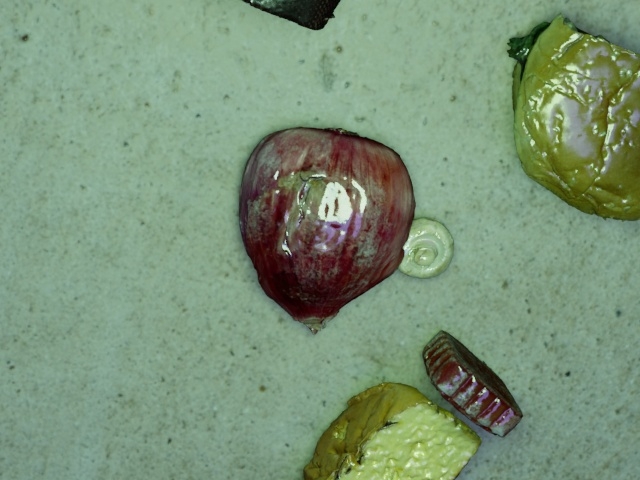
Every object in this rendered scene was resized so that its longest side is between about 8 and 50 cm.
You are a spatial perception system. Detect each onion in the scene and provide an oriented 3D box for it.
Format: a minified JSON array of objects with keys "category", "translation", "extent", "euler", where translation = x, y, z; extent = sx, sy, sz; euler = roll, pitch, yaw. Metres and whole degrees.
[{"category":"onion","translation":[0.000,0.000,1.628],"extent":[0.227,0.120,0.284],"euler":[7,108,7]}]

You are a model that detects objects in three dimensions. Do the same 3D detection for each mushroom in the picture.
[{"category":"mushroom","translation":[0.135,0.012,1.682],"extent":[0.083,0.067,0.084],"euler":[-1,112,-2]}]

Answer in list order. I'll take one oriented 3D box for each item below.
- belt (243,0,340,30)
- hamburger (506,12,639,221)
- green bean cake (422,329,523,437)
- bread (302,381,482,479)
[{"category":"belt","translation":[-0.089,-0.372,1.492],"extent":[0.289,0.184,0.164],"euler":[24,110,-12]},{"category":"hamburger","translation":[0.360,-0.143,1.632],"extent":[0.309,0.132,0.211],"euler":[28,98,-14]},{"category":"green bean cake","translation":[0.199,0.193,1.702],"extent":[0.135,0.135,0.056],"euler":[40,101,-14]},{"category":"bread","translation":[0.079,0.297,1.719],"extent":[0.160,0.147,0.261],"euler":[27,105,-21]}]
